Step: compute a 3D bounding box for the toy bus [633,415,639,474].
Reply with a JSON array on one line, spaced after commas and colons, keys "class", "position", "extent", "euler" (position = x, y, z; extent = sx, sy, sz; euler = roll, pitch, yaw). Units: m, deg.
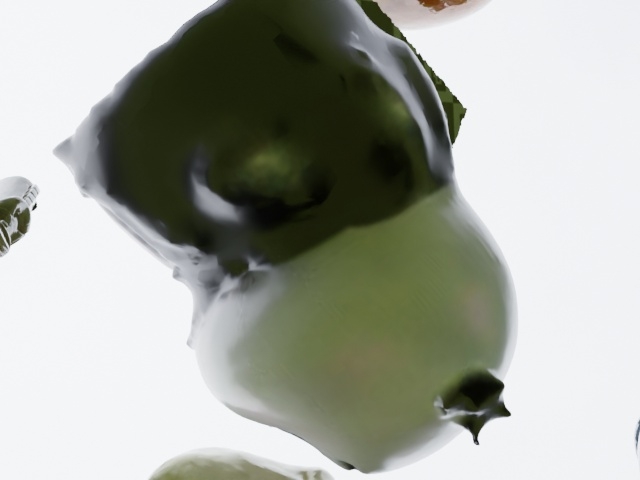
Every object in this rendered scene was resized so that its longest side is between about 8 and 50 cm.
[{"class": "toy bus", "position": [0.313, 0.156, 0.562], "extent": [0.294, 0.197, 0.232], "euler": [17, -132, -21]}]

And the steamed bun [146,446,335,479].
[{"class": "steamed bun", "position": [-0.029, 0.312, 0.810], "extent": [0.276, 0.289, 0.203], "euler": [-53, -29, -3]}]

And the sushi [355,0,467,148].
[{"class": "sushi", "position": [0.069, -0.100, 1.074], "extent": [0.219, 0.047, 0.231], "euler": [41, -119, -38]}]

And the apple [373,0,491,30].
[{"class": "apple", "position": [0.141, -0.401, 1.506], "extent": [0.241, 0.242, 0.242], "euler": [-11, -84, -34]}]

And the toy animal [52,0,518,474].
[{"class": "toy animal", "position": [0.000, 0.000, 0.735], "extent": [0.251, 0.251, 0.310], "euler": [-41, -84, -18]}]

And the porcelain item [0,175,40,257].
[{"class": "porcelain item", "position": [-0.336, -0.020, 1.175], "extent": [0.084, 0.213, 0.054], "euler": [-32, -73, -3]}]
